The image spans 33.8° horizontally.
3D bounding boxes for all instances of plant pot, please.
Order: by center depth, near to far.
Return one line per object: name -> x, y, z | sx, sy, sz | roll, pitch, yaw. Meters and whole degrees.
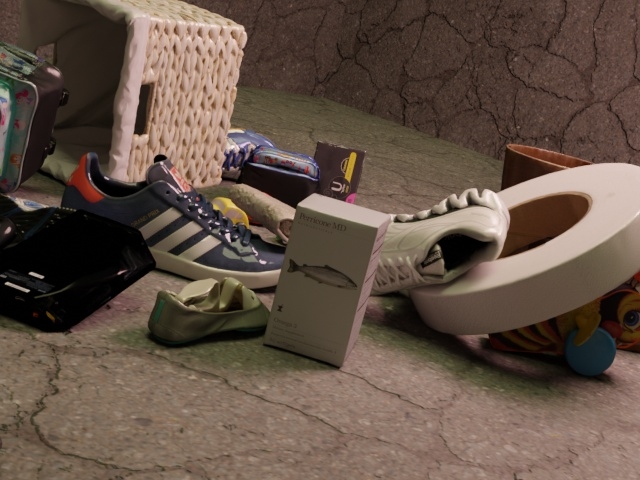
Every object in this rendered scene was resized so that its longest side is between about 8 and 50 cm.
plant pot -> 0.422, -0.040, 1.966 | 0.215, 0.231, 0.215 | 13, 13, -3

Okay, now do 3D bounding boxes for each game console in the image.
game console -> -0.394, -0.002, 1.269 | 0.361, 0.044, 0.213 | 19, 28, 18

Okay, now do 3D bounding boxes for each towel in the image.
towel -> 0.000, 0.000, 1.625 | 0.282, 0.049, 0.187 | 26, 3, -34

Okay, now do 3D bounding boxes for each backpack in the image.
backpack -> -0.550, -0.203, 1.614 | 0.253, 0.225, 0.191 | 26, 31, 6
backpack -> -0.079, -0.116, 2.014 | 0.158, 0.117, 0.173 | 14, 10, -3

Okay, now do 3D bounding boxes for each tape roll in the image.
tape roll -> 0.307, 0.006, 1.523 | 0.392, 0.072, 0.392 | -23, 16, 7

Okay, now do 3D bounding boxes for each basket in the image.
basket -> -0.348, -0.271, 1.855 | 0.331, 0.329, 0.266 | 26, 22, 36

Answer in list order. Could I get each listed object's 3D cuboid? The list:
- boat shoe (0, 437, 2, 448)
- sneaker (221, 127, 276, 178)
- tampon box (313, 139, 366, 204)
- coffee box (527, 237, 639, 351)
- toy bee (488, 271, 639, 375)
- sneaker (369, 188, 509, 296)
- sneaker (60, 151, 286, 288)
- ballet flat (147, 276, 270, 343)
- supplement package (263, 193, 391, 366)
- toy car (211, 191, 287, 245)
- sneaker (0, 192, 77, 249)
boat shoe -> -0.321, 0.140, 0.840 | 0.152, 0.056, 0.049 | 30, 13, 21
sneaker -> -0.227, -0.162, 2.118 | 0.296, 0.112, 0.131 | 4, 27, -14
tampon box -> 0.030, -0.137, 2.161 | 0.101, 0.121, 0.161 | 13, 5, -1
coffee box -> 0.443, 0.086, 1.664 | 0.246, 0.141, 0.098 | 12, 14, -13
toy bee -> 0.395, 0.104, 1.500 | 0.298, 0.162, 0.195 | 9, 12, -20
sneaker -> 0.122, 0.021, 1.461 | 0.292, 0.110, 0.118 | -22, 25, 16
sneaker -> -0.191, -0.036, 1.483 | 0.349, 0.148, 0.131 | 13, 13, -7
ballet flat -> -0.120, 0.078, 1.264 | 0.072, 0.068, 0.213 | 22, 15, 30
supplement package -> 0.009, 0.046, 1.286 | 0.105, 0.179, 0.105 | 16, 13, 9
toy car -> -0.078, -0.033, 1.798 | 0.224, 0.053, 0.239 | 19, 14, 19
sneaker -> -0.398, -0.017, 1.386 | 0.211, 0.080, 0.081 | 15, -8, -1
